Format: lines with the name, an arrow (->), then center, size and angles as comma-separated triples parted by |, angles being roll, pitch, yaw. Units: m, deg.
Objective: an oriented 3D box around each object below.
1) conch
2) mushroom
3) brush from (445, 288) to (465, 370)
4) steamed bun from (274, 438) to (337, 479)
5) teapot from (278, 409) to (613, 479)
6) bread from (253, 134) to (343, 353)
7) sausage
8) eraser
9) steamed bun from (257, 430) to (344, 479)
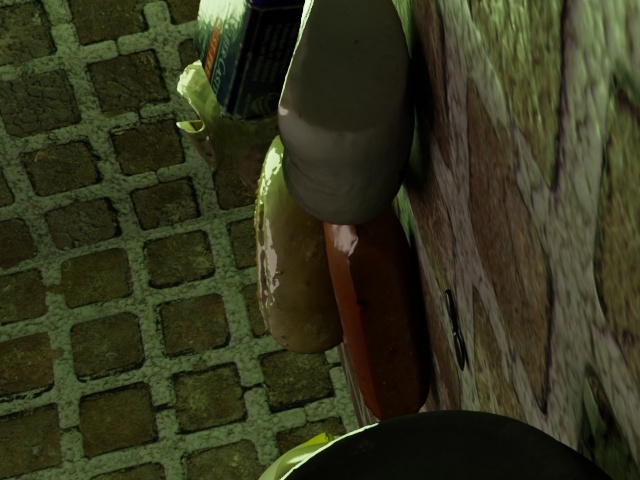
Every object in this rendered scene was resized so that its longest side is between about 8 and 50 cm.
conch -> -0.068, -0.183, 1.979 | 0.324, 0.186, 0.263 | 20, -127, -64
mushroom -> 0.026, -0.104, 1.297 | 0.397, 0.126, 0.177 | 86, -171, -70
brush -> 0.129, 0.086, 1.296 | 0.024, 0.008, 0.083 | -110, 7, -76
steamed bun -> 0.080, 0.336, 1.461 | 0.166, 0.232, 0.273 | -19, -88, -69
teapot -> 0.111, 0.301, 0.811 | 0.300, 0.253, 0.344 | 20, 138, 48
bread -> 0.000, 0.000, 1.720 | 0.305, 0.158, 0.306 | -4, -90, -88
sausage -> 0.068, 0.081, 1.571 | 0.102, 0.102, 0.330 | -108, 4, -54
eraser -> -0.078, -0.299, 1.698 | 0.332, 0.101, 0.155 | 109, 143, -53
steamed bun -> 0.034, 0.465, 1.936 | 0.334, 0.334, 0.374 | 81, 169, -53
